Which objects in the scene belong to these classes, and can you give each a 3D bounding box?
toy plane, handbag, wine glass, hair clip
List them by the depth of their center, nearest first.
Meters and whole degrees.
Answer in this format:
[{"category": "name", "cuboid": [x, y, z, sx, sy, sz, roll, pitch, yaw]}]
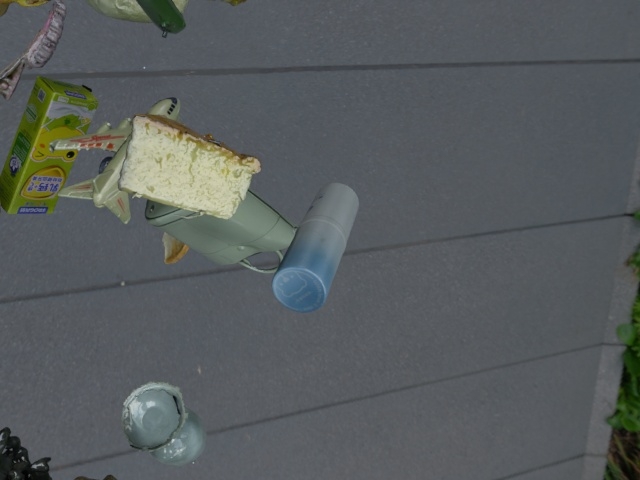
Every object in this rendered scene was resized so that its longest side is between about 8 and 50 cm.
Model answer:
[{"category": "toy plane", "cuboid": [-0.299, -0.143, 0.833, 0.241, 0.256, 0.104, 22, 138, 4]}, {"category": "handbag", "cuboid": [-0.178, -0.028, 1.038, 0.241, 0.110, 0.315, -15, 147, 28]}, {"category": "wine glass", "cuboid": [-0.340, 0.432, 1.159, 0.143, 0.144, 0.321, -19, 149, -12]}, {"category": "hair clip", "cuboid": [-0.708, -0.450, 1.233, 0.300, 0.173, 0.069, -45, 136, 3]}]

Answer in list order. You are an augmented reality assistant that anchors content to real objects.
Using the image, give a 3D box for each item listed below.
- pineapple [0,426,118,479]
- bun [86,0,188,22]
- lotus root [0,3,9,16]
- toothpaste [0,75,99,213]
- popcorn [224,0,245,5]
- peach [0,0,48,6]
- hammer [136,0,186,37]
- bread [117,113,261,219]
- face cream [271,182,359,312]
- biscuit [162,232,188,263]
[{"category": "pineapple", "cuboid": [-0.256, 0.303, 0.483, 0.361, 0.202, 0.202, 31, 97, 9]}, {"category": "bun", "cuboid": [-0.533, -0.779, 1.425, 0.348, 0.353, 0.227, 27, 133, -2]}, {"category": "lotus root", "cuboid": [-0.674, -0.524, 1.041, 0.072, 0.062, 0.151, 6, 105, -21]}, {"category": "toothpaste", "cuboid": [-0.625, -0.208, 1.157, 0.328, 0.077, 0.110, -56, 159, 20]}, {"category": "popcorn", "cuboid": [-0.272, -0.749, 1.414, 0.197, 0.197, 0.156, 15, 78, -23]}, {"category": "peach", "cuboid": [-0.510, -0.518, 0.882, 0.158, 0.267, 0.154, -4, 89, -56]}, {"category": "hammer", "cuboid": [-0.289, -0.399, 0.773, 0.206, 0.335, 0.119, 20, 86, 7]}, {"category": "bread", "cuboid": [-0.124, -0.062, 0.490, 0.109, 0.080, 0.084, 25, 103, 1]}, {"category": "face cream", "cuboid": [0.000, 0.000, 0.751, 0.077, 0.250, 0.077, 7, 122, 11]}, {"category": "biscuit", "cuboid": [-0.490, -0.086, 1.764, 0.040, 0.204, 0.309, 8, 66, -48]}]
